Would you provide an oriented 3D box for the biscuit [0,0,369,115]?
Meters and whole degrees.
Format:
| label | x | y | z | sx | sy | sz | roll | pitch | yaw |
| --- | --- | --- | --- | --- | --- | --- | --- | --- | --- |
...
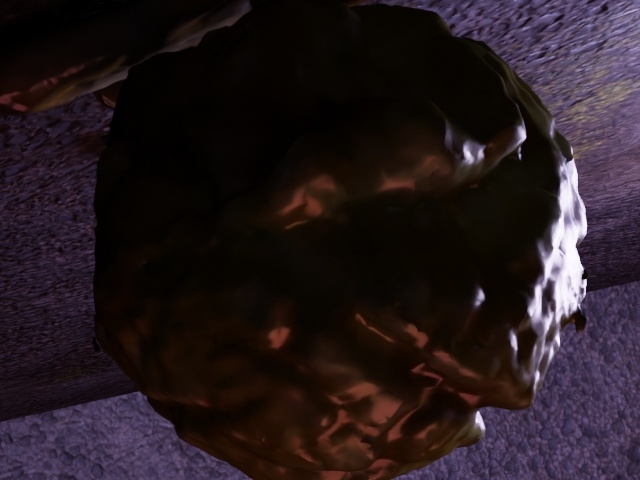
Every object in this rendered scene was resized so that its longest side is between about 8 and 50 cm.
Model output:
| label | x | y | z | sx | sy | sz | roll | pitch | yaw |
| --- | --- | --- | --- | --- | --- | --- | --- | --- | --- |
| biscuit | -0.084 | -0.124 | 0.975 | 0.208 | 0.047 | 0.164 | -25 | 169 | 35 |

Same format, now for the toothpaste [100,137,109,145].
| label | x | y | z | sx | sy | sz | roll | pitch | yaw |
| --- | --- | --- | --- | --- | --- | --- | --- | --- | --- |
| toothpaste | -0.135 | -0.067 | 1.266 | 0.027 | 0.019 | 0.083 | -2 | 171 | 21 |

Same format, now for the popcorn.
| label | x | y | z | sx | sy | sz | roll | pitch | yaw |
| --- | --- | --- | --- | --- | --- | --- | --- | --- | --- |
| popcorn | 0.006 | 0.008 | 0.930 | 0.247 | 0.282 | 0.282 | 28 | 142 | -36 |
